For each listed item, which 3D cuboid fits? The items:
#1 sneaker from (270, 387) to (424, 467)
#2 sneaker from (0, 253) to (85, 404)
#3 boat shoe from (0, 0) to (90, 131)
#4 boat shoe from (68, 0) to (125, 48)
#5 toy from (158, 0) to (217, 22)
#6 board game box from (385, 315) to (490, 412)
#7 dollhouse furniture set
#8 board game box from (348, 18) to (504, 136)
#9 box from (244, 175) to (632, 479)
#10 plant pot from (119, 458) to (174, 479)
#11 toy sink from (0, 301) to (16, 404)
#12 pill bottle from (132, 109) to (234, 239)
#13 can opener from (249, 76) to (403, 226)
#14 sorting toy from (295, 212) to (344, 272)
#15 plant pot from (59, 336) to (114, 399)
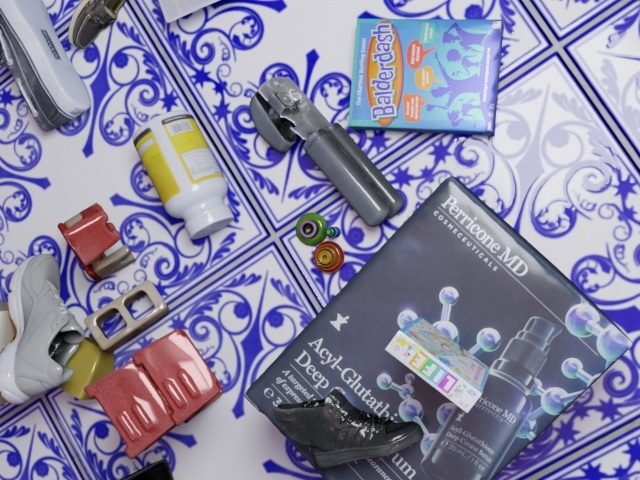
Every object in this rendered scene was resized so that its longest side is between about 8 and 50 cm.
[{"bbox_3d":[0.031,0.218,0.914,0.170,0.051,0.089,-19,89,19],"label":"sneaker"},{"bbox_3d":[-0.422,0.128,1.198,0.121,0.099,0.262,-16,53,12],"label":"sneaker"},{"bbox_3d":[-0.492,-0.323,1.251,0.102,0.108,0.301,-28,92,15],"label":"boat shoe"},{"bbox_3d":[-0.355,-0.375,1.234,0.049,0.056,0.152,35,99,18],"label":"boat shoe"},{"bbox_3d":[-0.145,-0.436,1.176,0.237,0.056,0.136,-22,81,10],"label":"toy"},{"bbox_3d":[0.132,0.131,0.832,0.103,0.154,0.026,37,99,13],"label":"board game box"},{"bbox_3d":[-0.304,0.120,1.125,0.152,0.201,0.374,-34,82,-13],"label":"dollhouse furniture set"},{"bbox_3d":[0.151,-0.236,1.099,0.210,0.047,0.160,4,91,16],"label":"board game box"},{"bbox_3d":[0.155,0.160,1.016,0.293,0.212,0.395,44,100,12],"label":"box"},{"bbox_3d":[-0.326,0.471,1.175,0.167,0.188,0.187,-22,85,28],"label":"plant pot"},{"bbox_3d":[-0.602,0.177,1.267,0.234,0.131,0.152,3,91,11],"label":"toy sink"},{"bbox_3d":[-0.206,-0.099,1.170,0.103,0.103,0.184,-29,83,14],"label":"pill bottle"},{"bbox_3d":[0.001,-0.128,1.142,0.283,0.076,0.095,51,134,9],"label":"can opener"},{"bbox_3d":[0.000,0.000,1.144,0.061,0.042,0.102,-37,81,13],"label":"sorting toy"},{"bbox_3d":[-0.383,0.203,1.235,0.081,0.081,0.083,26,85,14],"label":"plant pot"}]
